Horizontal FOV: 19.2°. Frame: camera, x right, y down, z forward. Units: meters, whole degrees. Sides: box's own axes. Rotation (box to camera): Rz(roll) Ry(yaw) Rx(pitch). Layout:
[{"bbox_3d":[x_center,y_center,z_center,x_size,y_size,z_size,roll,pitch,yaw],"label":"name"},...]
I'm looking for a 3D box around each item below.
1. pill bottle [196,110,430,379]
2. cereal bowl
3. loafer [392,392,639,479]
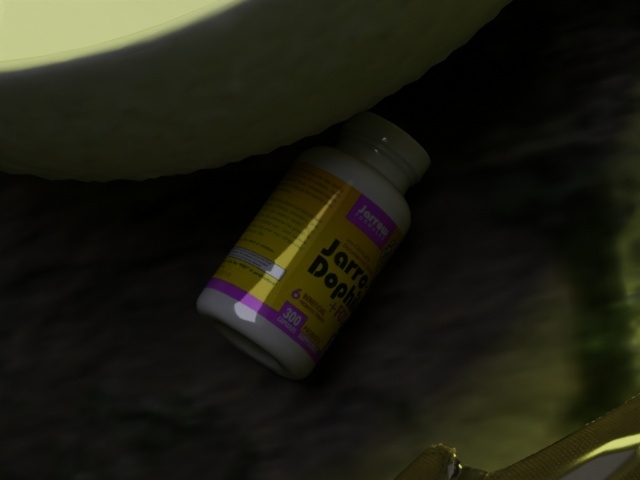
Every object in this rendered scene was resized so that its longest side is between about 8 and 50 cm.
[{"bbox_3d":[0.000,0.000,0.603,0.043,0.043,0.083,27,76,34],"label":"pill bottle"},{"bbox_3d":[-0.040,-0.159,0.654,0.339,0.141,0.339,-11,59,19],"label":"cereal bowl"},{"bbox_3d":[0.035,0.102,0.516,0.220,0.080,0.078,-23,45,5],"label":"loafer"}]
